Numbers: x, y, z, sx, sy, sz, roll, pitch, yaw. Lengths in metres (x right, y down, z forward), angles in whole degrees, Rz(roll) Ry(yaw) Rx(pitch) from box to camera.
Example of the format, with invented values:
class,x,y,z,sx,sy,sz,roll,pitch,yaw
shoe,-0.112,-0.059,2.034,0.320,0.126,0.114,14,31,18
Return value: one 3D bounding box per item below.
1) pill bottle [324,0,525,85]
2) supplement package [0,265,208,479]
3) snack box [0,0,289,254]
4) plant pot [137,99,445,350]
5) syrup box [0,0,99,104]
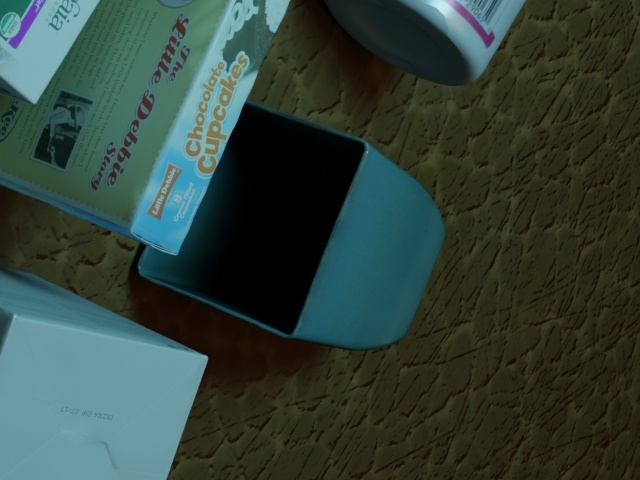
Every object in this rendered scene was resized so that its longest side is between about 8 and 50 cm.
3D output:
class,x,y,z,sx,sy,sz,roll,pitch,yaw
pill bottle,0.135,-0.290,1.583,0.283,0.160,0.160,-58,140,-14
supplement package,-0.231,0.104,1.292,0.194,0.203,0.149,18,92,-51
snack box,-0.117,-0.167,1.320,0.060,0.187,0.322,29,84,-51
plant pot,0.000,0.000,1.556,0.234,0.165,0.165,23,88,-58
syrup box,-0.261,-0.195,1.213,0.237,0.096,0.093,43,72,-48
